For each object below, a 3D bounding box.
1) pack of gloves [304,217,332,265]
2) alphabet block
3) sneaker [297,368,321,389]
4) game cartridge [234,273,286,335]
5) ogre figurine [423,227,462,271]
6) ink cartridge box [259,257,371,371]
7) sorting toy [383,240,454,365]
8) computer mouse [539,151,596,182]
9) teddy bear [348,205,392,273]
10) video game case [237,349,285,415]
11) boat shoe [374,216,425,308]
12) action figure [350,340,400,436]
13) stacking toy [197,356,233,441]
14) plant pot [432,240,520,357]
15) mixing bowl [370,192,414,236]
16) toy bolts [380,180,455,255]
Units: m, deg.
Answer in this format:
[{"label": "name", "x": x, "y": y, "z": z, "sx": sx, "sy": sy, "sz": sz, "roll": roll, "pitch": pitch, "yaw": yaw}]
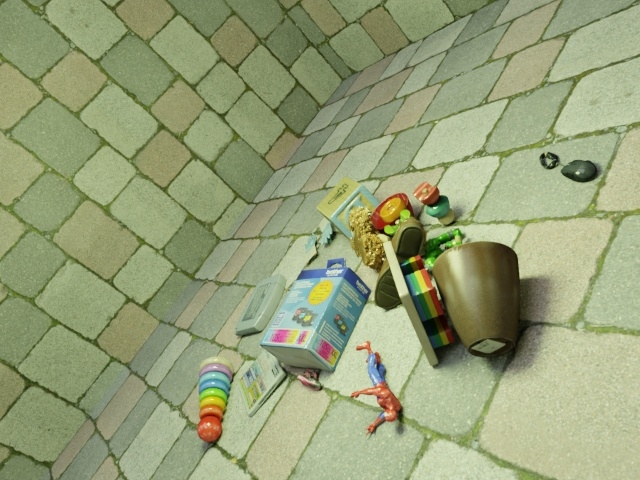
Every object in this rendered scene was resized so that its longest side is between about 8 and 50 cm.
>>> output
[{"label": "pack of gloves", "x": 0.000, "y": 0.000, "z": 2.314, "sx": 0.195, "sy": 0.046, "sz": 0.232, "roll": -51, "pitch": 18, "yaw": 20}, {"label": "alphabet block", "x": 0.131, "y": -0.123, "z": 2.085, "sx": 0.193, "sy": 0.192, "sz": 0.197, "roll": -45, "pitch": 23, "yaw": 0}, {"label": "sneaker", "x": -0.028, "y": 0.448, "z": 1.645, "sx": 0.057, "sy": 0.047, "sz": 0.119, "roll": -44, "pitch": 22, "yaw": -23}, {"label": "game cartridge", "x": -0.264, "y": 0.289, "z": 2.266, "sx": 0.198, "sy": 0.062, "sz": 0.297, "roll": -17, "pitch": 37, "yaw": 42}, {"label": "ogre figurine", "x": 0.379, "y": 0.038, "z": 1.552, "sx": 0.118, "sy": 0.097, "sz": 0.197, "roll": -14, "pitch": 52, "yaw": 23}, {"label": "ink cartridge box", "x": -0.003, "y": 0.243, "z": 1.774, "sx": 0.270, "sy": 0.151, "sz": 0.395, "roll": -9, "pitch": 42, "yaw": 48}, {"label": "sorting toy", "x": 0.272, "y": 0.153, "z": 1.365, "sx": 0.089, "sy": 0.257, "sz": 0.255, "roll": -22, "pitch": 29, "yaw": 9}, {"label": "computer mouse", "x": 0.711, "y": -0.226, "z": 1.469, "sx": 0.071, "sy": 0.041, "sz": 0.242, "roll": -44, "pitch": 23, "yaw": 7}, {"label": "teddy bear", "x": 0.174, "y": -0.004, "z": 1.778, "sx": 0.113, "sy": 0.245, "sz": 0.338, "roll": -11, "pitch": 2, "yaw": -5}, {"label": "video game case", "x": -0.221, "y": 0.511, "z": 1.861, "sx": 0.193, "sy": 0.023, "sz": 0.212, "roll": -51, "pitch": 26, "yaw": 1}, {"label": "boat shoe", "x": 0.254, "y": 0.072, "z": 1.595, "sx": 0.104, "sy": 0.110, "sz": 0.307, "roll": -81, "pitch": 12, "yaw": -66}, {"label": "action figure", "x": 0.132, "y": 0.410, "z": 1.379, "sx": 0.139, "sy": 0.091, "sz": 0.280, "roll": -37, "pitch": 24, "yaw": 5}, {"label": "stacking toy", "x": -0.413, "y": 0.609, "z": 1.926, "sx": 0.141, "sy": 0.141, "sz": 0.330, "roll": -38, "pitch": 29, "yaw": 19}, {"label": "plant pot", "x": 0.394, "y": 0.157, "z": 1.231, "sx": 0.215, "sy": 0.215, "sz": 0.230, "roll": -29, "pitch": 43, "yaw": 34}, {"label": "mixing bowl", "x": 0.280, "y": -0.079, "z": 1.879, "sx": 0.181, "sy": 0.098, "sz": 0.181, "roll": -37, "pitch": 25, "yaw": 20}, {"label": "toy bolts", "x": 0.336, "y": -0.075, "z": 1.710, "sx": 0.228, "sy": 0.158, "sz": 0.218, "roll": -43, "pitch": 23, "yaw": 8}]
